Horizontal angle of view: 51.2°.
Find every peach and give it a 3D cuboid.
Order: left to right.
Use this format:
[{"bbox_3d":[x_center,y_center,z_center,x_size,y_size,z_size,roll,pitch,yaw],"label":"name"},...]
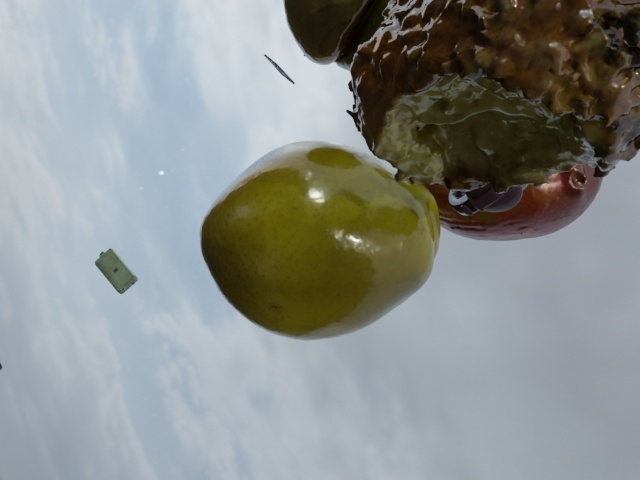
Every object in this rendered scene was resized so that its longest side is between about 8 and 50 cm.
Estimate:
[{"bbox_3d":[0.074,-0.425,1.173,0.292,0.292,0.247,-10,-111,60],"label":"peach"},{"bbox_3d":[0.378,-0.144,1.348,0.372,0.372,0.290,-6,-97,60],"label":"peach"}]

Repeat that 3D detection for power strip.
[{"bbox_3d":[-0.345,0.051,1.129,0.090,0.040,0.016,43,-8,27],"label":"power strip"}]

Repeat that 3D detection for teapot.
[{"bbox_3d":[0.245,-0.106,0.974,0.148,0.146,0.116,-9,-54,31],"label":"teapot"}]

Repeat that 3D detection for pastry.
[{"bbox_3d":[0.234,-0.226,0.770,0.292,0.337,0.405,35,-24,-28],"label":"pastry"}]

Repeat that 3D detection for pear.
[{"bbox_3d":[0.000,0.000,1.183,0.362,0.418,0.362,-1,90,-79],"label":"pear"}]

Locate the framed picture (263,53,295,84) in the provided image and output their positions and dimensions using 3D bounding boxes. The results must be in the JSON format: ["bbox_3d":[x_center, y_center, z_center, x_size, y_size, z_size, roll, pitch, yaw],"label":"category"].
[{"bbox_3d":[-0.106,-0.445,1.735,0.066,0.007,0.089,46,5,38],"label":"framed picture"}]

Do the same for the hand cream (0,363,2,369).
[{"bbox_3d":[-0.494,0.198,0.767,0.052,0.248,0.075,46,-34,31],"label":"hand cream"}]
